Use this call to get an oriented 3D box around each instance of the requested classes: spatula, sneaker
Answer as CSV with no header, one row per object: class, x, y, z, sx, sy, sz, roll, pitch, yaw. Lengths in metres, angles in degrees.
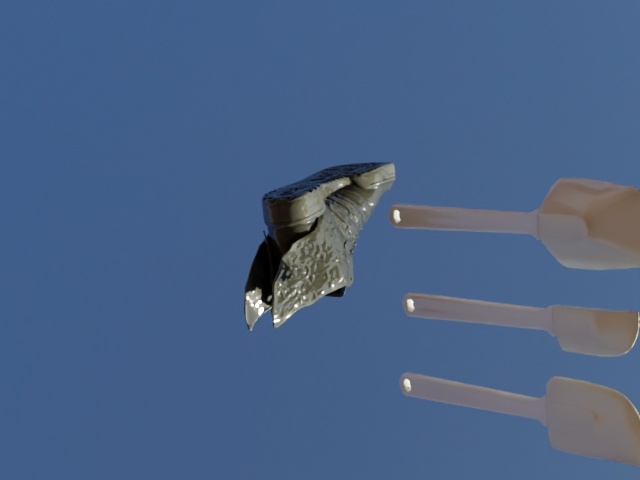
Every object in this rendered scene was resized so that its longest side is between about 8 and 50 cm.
spatula,0.122,0.043,1.009,0.019,0.242,0.168,-10,-82,-32
sneaker,0.002,0.000,1.141,0.051,0.170,0.089,-1,-77,36
